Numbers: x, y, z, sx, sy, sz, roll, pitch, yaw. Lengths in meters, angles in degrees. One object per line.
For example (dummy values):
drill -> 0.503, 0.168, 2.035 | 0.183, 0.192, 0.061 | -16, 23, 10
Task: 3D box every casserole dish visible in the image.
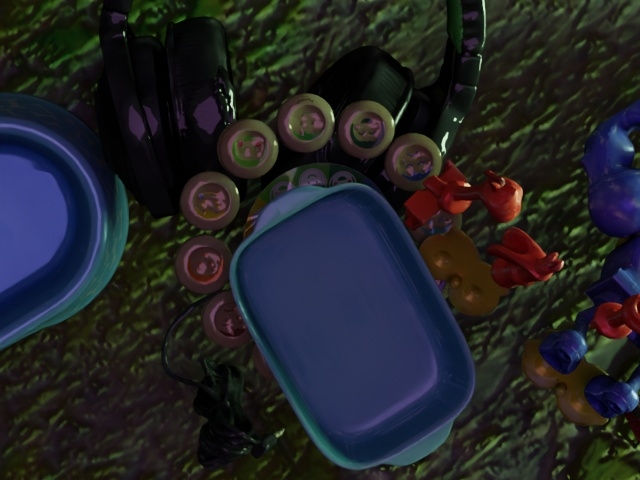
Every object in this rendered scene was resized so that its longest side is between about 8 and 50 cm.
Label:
casserole dish -> 0.017, 0.051, 1.085 | 0.114, 0.037, 0.188 | -31, 103, -7

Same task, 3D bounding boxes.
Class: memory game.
memory game -> 0.000, 0.000, 1.099 | 0.186, 0.012, 0.186 | -2, 99, -14

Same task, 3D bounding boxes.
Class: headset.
headset -> -0.032, -0.058, 1.138 | 0.243, 0.185, 0.394 | 10, 110, -8

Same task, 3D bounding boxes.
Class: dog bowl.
dog bowl -> -0.265, 0.021, 1.170 | 0.297, 0.074, 0.166 | -32, 99, -3

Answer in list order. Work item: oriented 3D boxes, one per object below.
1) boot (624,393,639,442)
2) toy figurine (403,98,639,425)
boot -> 0.334, 0.053, 1.201 | 0.284, 0.138, 0.377 | -32, 84, -1
toy figurine -> 0.254, 0.027, 1.055 | 0.362, 0.191, 0.217 | 44, 72, 1
